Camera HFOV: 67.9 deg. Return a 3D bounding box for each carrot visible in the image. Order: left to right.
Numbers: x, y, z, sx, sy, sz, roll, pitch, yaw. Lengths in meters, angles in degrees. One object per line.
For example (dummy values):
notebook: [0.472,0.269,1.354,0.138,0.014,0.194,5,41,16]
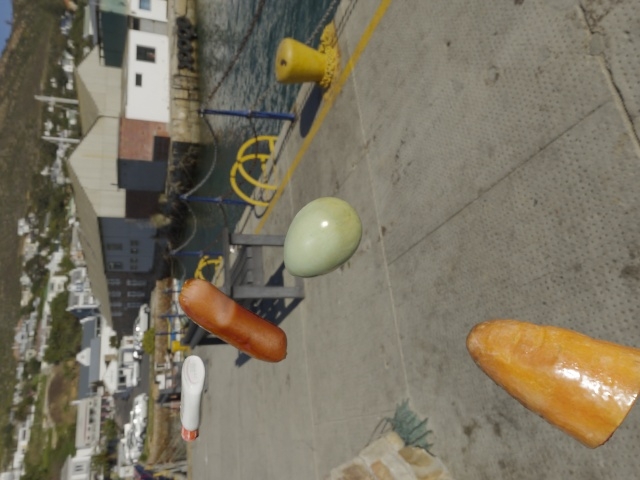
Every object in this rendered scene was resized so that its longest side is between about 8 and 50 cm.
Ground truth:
carrot: [0.333,0.185,0.713,0.225,0.159,0.159,25,118,26]

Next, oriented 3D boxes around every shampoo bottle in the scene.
shampoo bottle: [-0.291,0.370,1.078,0.108,0.052,0.220,-118,33,-53]

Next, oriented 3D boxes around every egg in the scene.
egg: [0.000,0.000,1.496,0.295,0.218,0.218,-52,33,14]

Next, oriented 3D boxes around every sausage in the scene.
sausage: [-0.192,0.186,1.057,0.083,0.300,0.089,-19,41,47]
